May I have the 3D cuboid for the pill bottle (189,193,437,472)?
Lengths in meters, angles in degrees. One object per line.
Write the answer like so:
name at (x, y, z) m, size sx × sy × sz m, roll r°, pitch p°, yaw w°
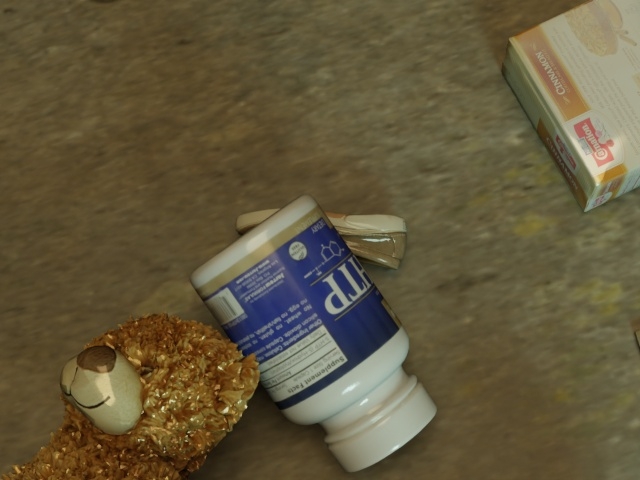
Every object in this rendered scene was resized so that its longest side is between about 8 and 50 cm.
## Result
pill bottle at (-0.001, 0.070, 0.958) m, size 0.112 × 0.112 × 0.187 m, roll -36°, pitch 93°, yaw -9°

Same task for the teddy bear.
teddy bear at (-0.172, 0.199, 0.891) m, size 0.113 × 0.245 × 0.338 m, roll 30°, pitch 99°, yaw -23°

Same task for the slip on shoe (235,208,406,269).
slip on shoe at (0.000, 0.000, 1.031) m, size 0.135 × 0.051 × 0.041 m, roll 3°, pitch 81°, yaw -3°

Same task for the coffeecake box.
coffeecake box at (0.262, -0.130, 1.047) m, size 0.185 × 0.068 × 0.142 m, roll -25°, pitch 73°, yaw -6°

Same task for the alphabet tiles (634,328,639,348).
alphabet tiles at (0.382, 0.132, 0.988) m, size 0.237 × 0.009 × 0.198 m, roll -14°, pitch 72°, yaw -2°
